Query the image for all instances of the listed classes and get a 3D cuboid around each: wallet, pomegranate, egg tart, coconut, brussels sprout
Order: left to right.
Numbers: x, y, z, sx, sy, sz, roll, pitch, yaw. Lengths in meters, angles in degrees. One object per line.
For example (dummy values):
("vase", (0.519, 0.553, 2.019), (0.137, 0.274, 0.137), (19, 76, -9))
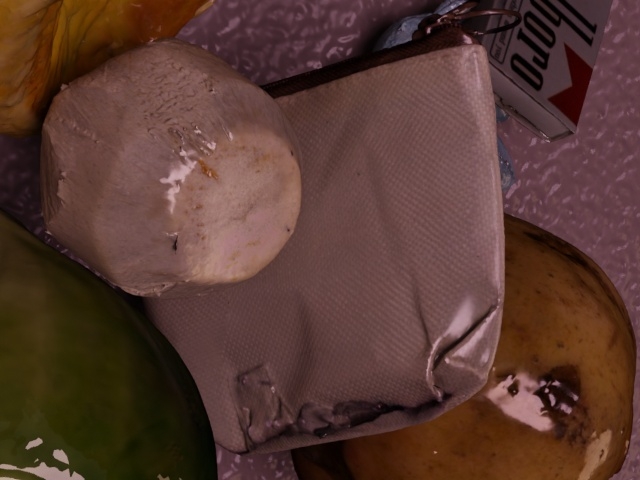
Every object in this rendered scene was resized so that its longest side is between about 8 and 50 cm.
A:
("brussels sprout", (-0.216, 0.137, 1.167), (0.281, 0.289, 0.355), (-33, 80, 11))
("egg tart", (-0.139, -0.208, 1.162), (0.319, 0.319, 0.128), (-42, 83, -13))
("coconut", (-0.102, -0.047, 1.151), (0.161, 0.162, 0.161), (-21, 124, -36))
("wallet", (-0.002, -0.002, 1.218), (0.068, 0.335, 0.275), (8, 72, -55))
("pomegranate", (0.107, 0.109, 1.341), (0.281, 0.281, 0.281), (-6, 104, -26))

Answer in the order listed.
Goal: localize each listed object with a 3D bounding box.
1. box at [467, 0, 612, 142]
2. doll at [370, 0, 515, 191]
("box", (0.173, -0.180, 1.400), (0.115, 0.036, 0.177), (37, 59, -30))
("doll", (0.101, -0.096, 1.397), (0.120, 0.075, 0.180), (-38, 115, -11))
